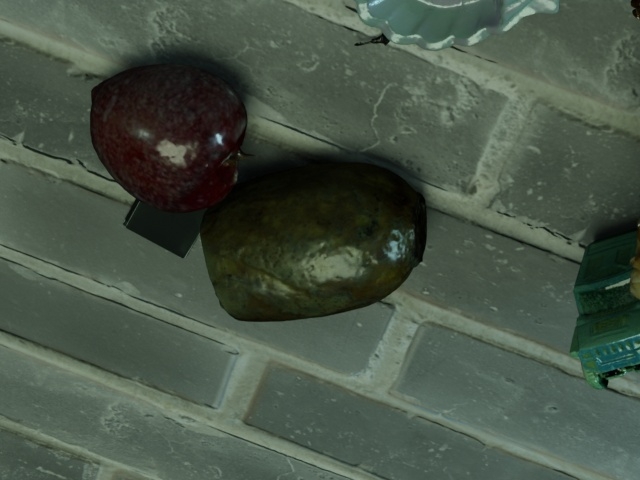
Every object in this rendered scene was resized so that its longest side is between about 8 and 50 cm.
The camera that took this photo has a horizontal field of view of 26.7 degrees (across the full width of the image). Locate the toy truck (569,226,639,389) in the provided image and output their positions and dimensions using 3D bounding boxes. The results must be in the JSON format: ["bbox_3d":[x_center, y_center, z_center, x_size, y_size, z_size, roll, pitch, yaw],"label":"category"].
[{"bbox_3d":[0.470,0.098,2.055,0.155,0.279,0.156,-19,113,31],"label":"toy truck"}]

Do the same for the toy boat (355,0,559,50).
[{"bbox_3d":[0.187,-0.368,1.862,0.290,0.100,0.199,3,131,16],"label":"toy boat"}]

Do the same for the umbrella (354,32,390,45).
[{"bbox_3d":[0.122,-0.304,1.995,0.149,0.022,0.022,-8,90,13],"label":"umbrella"}]

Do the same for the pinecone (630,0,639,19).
[{"bbox_3d":[0.476,-0.338,1.759,0.173,0.173,0.173,9,132,10],"label":"pinecone"}]

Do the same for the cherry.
[{"bbox_3d":[-0.239,-0.165,2.108,0.300,0.203,0.230,26,136,14],"label":"cherry"}]

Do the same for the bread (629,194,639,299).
[{"bbox_3d":[0.638,-0.088,1.842,0.390,0.279,0.371,7,133,12],"label":"bread"}]

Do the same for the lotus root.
[{"bbox_3d":[0.000,0.000,2.159,0.346,0.250,0.250,-8,127,17],"label":"lotus root"}]

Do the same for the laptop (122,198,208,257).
[{"bbox_3d":[-0.257,-0.054,2.329,0.129,0.016,0.180,29,133,-8],"label":"laptop"}]
